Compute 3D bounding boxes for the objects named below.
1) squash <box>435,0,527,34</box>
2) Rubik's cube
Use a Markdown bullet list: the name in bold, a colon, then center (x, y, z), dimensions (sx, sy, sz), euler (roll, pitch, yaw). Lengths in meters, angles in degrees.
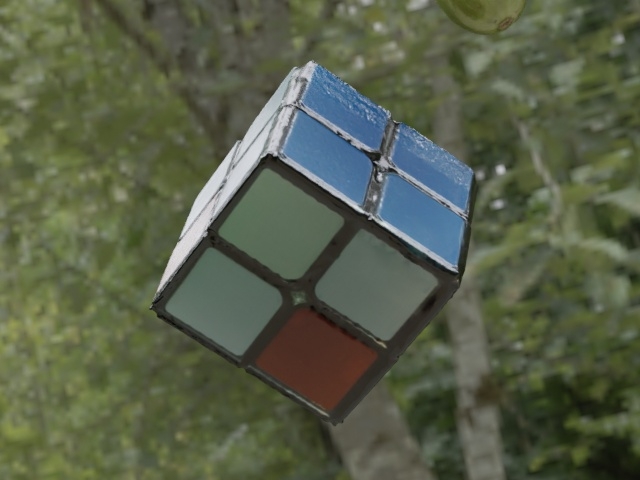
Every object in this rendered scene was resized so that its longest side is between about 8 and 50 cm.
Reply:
- **squash**: center (0.112, -0.282, 1.556), dimensions (0.083, 0.250, 0.083), euler (-16, -31, -10)
- **Rubik's cube**: center (0.000, 0.001, 1.370), dimensions (0.180, 0.183, 0.167), euler (-49, 12, 30)
